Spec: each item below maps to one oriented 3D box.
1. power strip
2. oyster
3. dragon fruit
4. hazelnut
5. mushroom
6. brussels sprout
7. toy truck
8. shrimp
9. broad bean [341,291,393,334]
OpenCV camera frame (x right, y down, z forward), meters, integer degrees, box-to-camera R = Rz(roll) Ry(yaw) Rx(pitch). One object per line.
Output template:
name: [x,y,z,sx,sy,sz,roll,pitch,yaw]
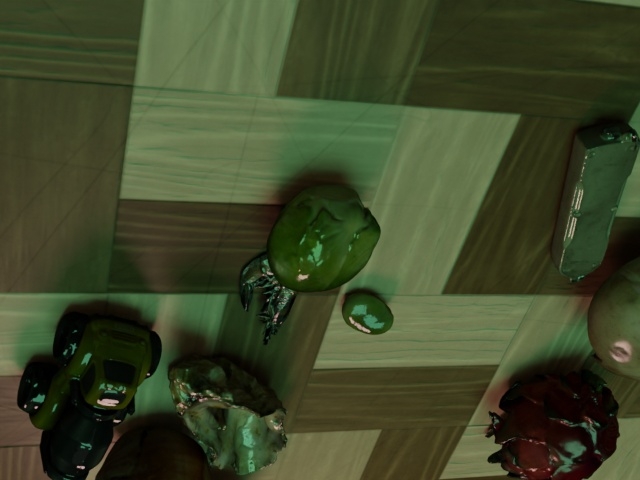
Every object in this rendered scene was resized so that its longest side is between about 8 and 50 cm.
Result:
power strip: [0.384,-0.049,1.350,0.080,0.048,0.286,-8,134,-7]
oyster: [-0.142,0.253,1.428,0.166,0.110,0.341,-28,137,17]
dragon fruit: [0.394,0.331,1.628,0.274,0.193,0.192,-46,156,26]
hazelnut: [-0.253,0.380,1.461,0.182,0.182,0.182,-9,134,-9]
mushroom: [0.524,0.115,1.455,0.255,0.184,0.255,-8,136,-7]
brussels sprout: [-0.003,-0.002,1.225,0.155,0.117,0.155,-19,128,-27]
toy truck: [-0.312,0.215,1.295,0.147,0.165,0.224,19,124,-31]
shrimp: [-0.075,0.077,1.340,0.091,0.034,0.161,10,123,-11]
broad bean: [0.068,0.108,1.403,0.083,0.045,0.063,27,119,-27]
